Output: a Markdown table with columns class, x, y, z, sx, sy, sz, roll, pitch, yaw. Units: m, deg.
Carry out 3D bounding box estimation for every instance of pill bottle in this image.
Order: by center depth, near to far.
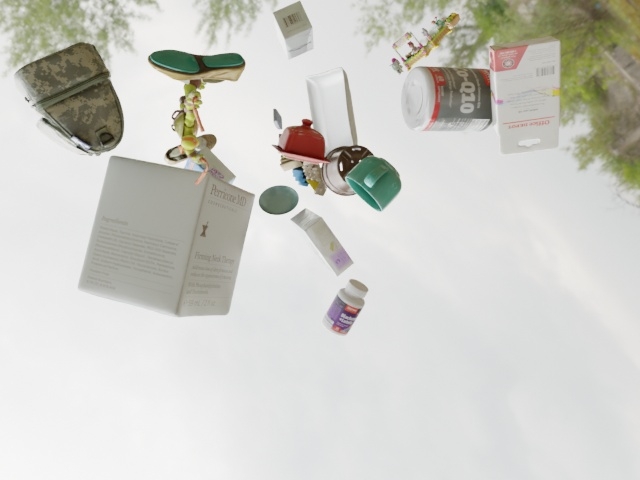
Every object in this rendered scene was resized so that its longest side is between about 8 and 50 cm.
| class | x | y | z | sx | sy | sz | roll | pitch | yaw |
| --- | --- | --- | --- | --- | --- | --- | --- | --- | --- |
| pill bottle | 0.367 | -0.362 | 1.460 | 0.283 | 0.161 | 0.161 | -4 | -130 | -18 |
| pill bottle | 0.094 | 0.239 | 2.040 | 0.108 | 0.193 | 0.108 | 25 | -161 | -9 |

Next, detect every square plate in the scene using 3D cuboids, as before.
| class | x | y | z | sx | sy | sz | roll | pitch | yaw |
| --- | --- | --- | --- | --- | --- | --- | --- | --- | --- |
| square plate | 0.050 | -0.461 | 2.134 | 0.049 | 0.347 | 0.344 | -15 | -75 | -21 |

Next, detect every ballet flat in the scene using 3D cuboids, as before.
| class | x | y | z | sx | sy | sz | roll | pitch | yaw |
| --- | --- | --- | --- | --- | --- | --- | --- | --- | --- |
| ballet flat | -0.286 | -0.395 | 1.322 | 0.232 | 0.073 | 0.080 | -8 | -120 | -28 |
| ballet flat | -0.474 | -0.333 | 2.064 | 0.073 | 0.206 | 0.067 | 62 | 176 | -1 |

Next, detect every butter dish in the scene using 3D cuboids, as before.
| class | x | y | z | sx | sy | sz | roll | pitch | yaw |
| --- | --- | --- | --- | --- | --- | --- | --- | --- | --- |
| butter dish | -0.050 | -0.295 | 1.650 | 0.160 | 0.118 | 0.160 | 9 | -167 | -17 |

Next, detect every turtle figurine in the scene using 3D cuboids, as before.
| class | x | y | z | sx | sy | sz | roll | pitch | yaw |
| --- | --- | --- | --- | --- | --- | --- | --- | --- | --- |
| turtle figurine | -0.320 | -0.283 | 1.386 | 0.087 | 0.269 | 0.217 | -2 | -127 | -8 |

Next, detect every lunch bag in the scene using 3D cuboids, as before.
| class | x | y | z | sx | sy | sz | roll | pitch | yaw |
| --- | --- | --- | --- | --- | --- | --- | --- | --- | --- |
| lunch bag | -0.629 | -0.343 | 1.466 | 0.305 | 0.213 | 0.256 | 13 | 135 | 61 |

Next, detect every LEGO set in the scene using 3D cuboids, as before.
| class | x | y | z | sx | sy | sz | roll | pitch | yaw |
| --- | --- | --- | --- | --- | --- | --- | --- | --- | --- |
| LEGO set | 0.350 | -0.703 | 1.964 | 0.107 | 0.287 | 0.132 | 45 | -161 | -16 |

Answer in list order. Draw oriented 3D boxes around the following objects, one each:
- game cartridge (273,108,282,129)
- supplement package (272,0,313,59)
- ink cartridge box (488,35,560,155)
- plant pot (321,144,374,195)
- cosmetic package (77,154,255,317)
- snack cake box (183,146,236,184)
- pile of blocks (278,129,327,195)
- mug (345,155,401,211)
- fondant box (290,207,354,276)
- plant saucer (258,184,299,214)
| class | x | y | z | sx | sy | sz | roll | pitch | yaw |
| --- | --- | --- | --- | --- | --- | --- | --- | --- | --- |
| game cartridge | -0.152 | -0.427 | 2.012 | 0.083 | 0.017 | 0.056 | 44 | -142 | -74 |
| supplement package | -0.090 | -0.714 | 1.937 | 0.179 | 0.105 | 0.105 | 66 | 179 | -87 |
| ink cartridge box | 0.381 | -0.267 | 1.058 | 0.067 | 0.115 | 0.198 | -76 | -22 | -63 |
| plant pot | 0.096 | -0.227 | 1.785 | 0.167 | 0.167 | 0.165 | 43 | 175 | -7 |
| cosmetic package | -0.436 | -0.003 | 1.662 | 0.327 | 0.393 | 0.329 | 12 | 178 | 17 |
| snack cake box | -0.418 | -0.187 | 2.012 | 0.152 | 0.264 | 0.089 | 46 | -131 | 5 |
| pile of blocks | -0.074 | -0.324 | 2.251 | 0.362 | 0.149 | 0.112 | 59 | -158 | -48 |
| mug | 0.146 | -0.146 | 1.412 | 0.129 | 0.097 | 0.158 | 46 | 175 | -26 |
| fondant box | 0.000 | 0.000 | 2.375 | 0.238 | 0.096 | 0.330 | 54 | 176 | -16 |
| plant saucer | -0.198 | -0.184 | 2.713 | 0.195 | 0.037 | 0.195 | -2 | -128 | 3 |
